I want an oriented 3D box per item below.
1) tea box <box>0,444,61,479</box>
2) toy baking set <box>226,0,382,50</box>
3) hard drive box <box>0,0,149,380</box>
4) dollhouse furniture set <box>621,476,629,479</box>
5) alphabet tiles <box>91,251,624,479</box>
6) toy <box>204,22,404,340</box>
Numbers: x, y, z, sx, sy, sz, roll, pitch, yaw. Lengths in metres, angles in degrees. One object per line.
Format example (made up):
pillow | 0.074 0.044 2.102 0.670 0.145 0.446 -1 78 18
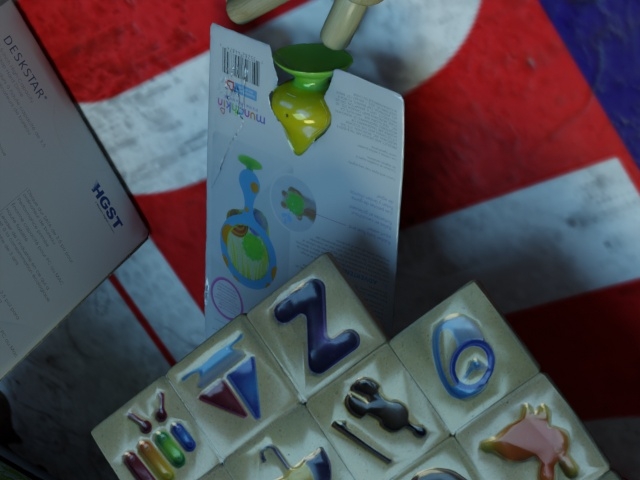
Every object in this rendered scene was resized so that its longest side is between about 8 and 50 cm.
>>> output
tea box | -0.194 0.287 1.090 0.329 0.220 0.323 28 175 13
toy baking set | -0.025 -0.211 0.812 0.197 0.030 0.256 38 137 4
hard drive box | -0.232 -0.008 0.975 0.089 0.232 0.181 -11 116 41
dollhouse furniture set | 0.104 0.265 1.012 0.201 0.152 0.374 27 136 16
alphabet tiles | 0.036 0.192 0.858 0.285 0.011 0.342 -38 80 18
toy | 0.000 0.000 0.941 0.137 0.056 0.237 24 129 34
